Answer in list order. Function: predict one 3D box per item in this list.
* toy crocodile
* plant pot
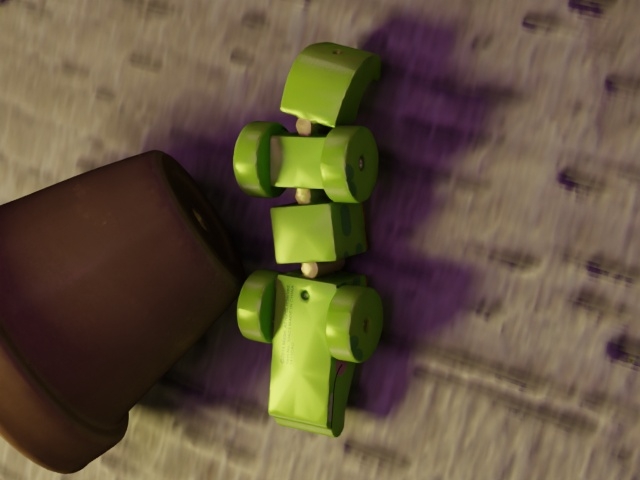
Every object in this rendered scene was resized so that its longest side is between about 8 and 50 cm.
[{"bbox_3d":[0.000,0.000,1.311,0.115,0.105,0.341,4,98,29],"label":"toy crocodile"},{"bbox_3d":[-0.196,0.042,1.356,0.229,0.263,0.263,-32,75,7],"label":"plant pot"}]
